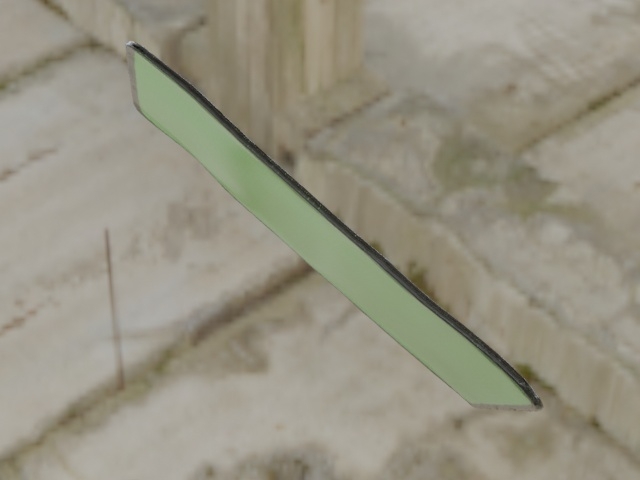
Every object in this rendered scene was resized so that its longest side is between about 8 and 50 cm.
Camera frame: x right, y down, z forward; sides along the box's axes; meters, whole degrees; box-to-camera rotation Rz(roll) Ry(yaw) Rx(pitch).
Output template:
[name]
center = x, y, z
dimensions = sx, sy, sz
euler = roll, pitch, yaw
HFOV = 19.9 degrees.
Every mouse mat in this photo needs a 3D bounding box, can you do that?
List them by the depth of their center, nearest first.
[mouse mat]
center = 0.000, 0.000, 0.679
dimensions = 0.190, 0.152, 0.007
euler = 42, -97, -1
